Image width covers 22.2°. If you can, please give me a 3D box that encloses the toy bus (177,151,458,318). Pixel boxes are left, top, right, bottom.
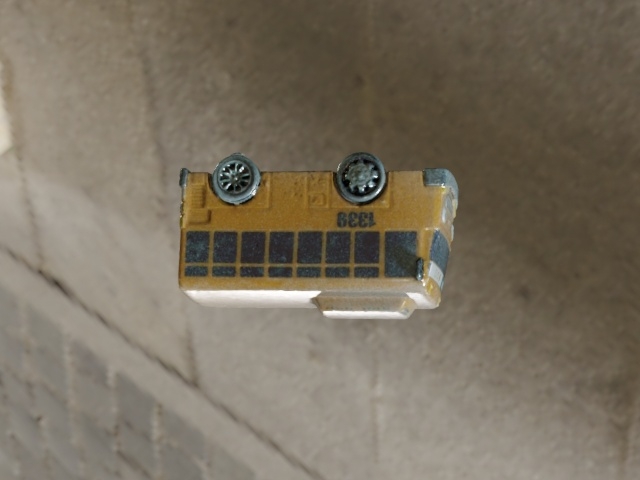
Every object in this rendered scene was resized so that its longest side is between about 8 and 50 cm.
[{"bbox_3d":[0.000,0.000,1.099,0.182,0.103,0.091,0,168,10],"label":"toy bus"}]
